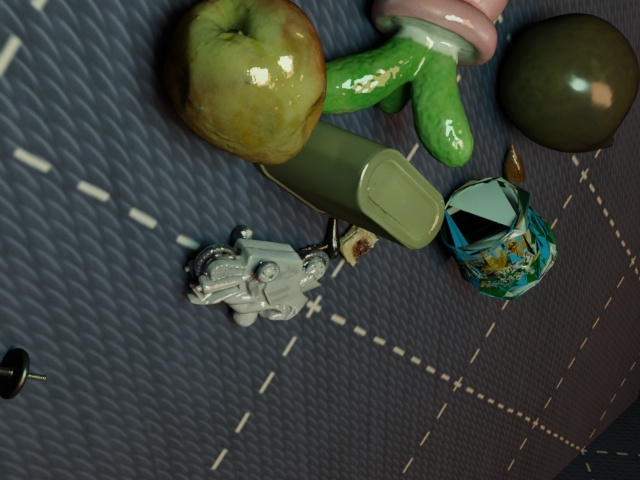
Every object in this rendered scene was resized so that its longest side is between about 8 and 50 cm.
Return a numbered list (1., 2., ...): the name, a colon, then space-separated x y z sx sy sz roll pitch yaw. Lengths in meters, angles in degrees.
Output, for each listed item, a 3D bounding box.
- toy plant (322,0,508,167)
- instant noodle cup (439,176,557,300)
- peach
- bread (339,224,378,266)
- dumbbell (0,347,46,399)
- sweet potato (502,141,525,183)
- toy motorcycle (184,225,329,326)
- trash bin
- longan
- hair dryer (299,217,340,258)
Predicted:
1. toy plant: 0.149 -0.330 0.997 0.317 0.210 0.356 22 97 -8
2. instant noodle cup: 0.375 -0.014 1.346 0.240 0.240 0.178 -55 135 -5
3. peach: -0.096 -0.204 0.828 0.214 0.214 0.235 -37 143 -23
4. bread: 0.072 0.002 1.207 0.083 0.035 0.070 -42 133 -15
5. dumbbell: -0.428 0.169 0.804 0.147 0.069 0.069 27 92 -47
6. sweet potato: 0.455 -0.183 1.457 0.049 0.049 0.117 -36 128 -24
7. toy motorcycle: -0.106 0.077 1.038 0.260 0.110 0.170 4 121 -39
8. trash bin: 0.045 -0.097 0.975 0.243 0.247 0.121 34 86 -46
9. longan: 0.526 -0.324 1.296 0.350 0.288 0.288 14 102 -57
10. hair dryer: 0.000 0.000 1.150 0.083 0.031 0.079 -9 107 -31
